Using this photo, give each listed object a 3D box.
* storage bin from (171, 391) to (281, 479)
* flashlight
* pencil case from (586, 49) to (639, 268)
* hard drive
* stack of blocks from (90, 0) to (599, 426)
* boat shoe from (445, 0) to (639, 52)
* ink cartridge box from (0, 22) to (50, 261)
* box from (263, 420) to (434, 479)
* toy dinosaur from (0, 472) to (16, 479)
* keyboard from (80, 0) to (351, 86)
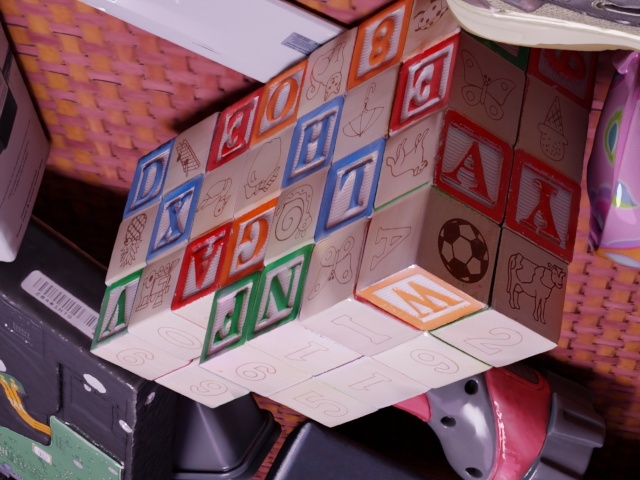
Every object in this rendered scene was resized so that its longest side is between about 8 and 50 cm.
[{"bbox_3d":[-0.109,0.126,1.451,0.135,0.098,0.091,-1,125,31],"label":"storage bin"},{"bbox_3d":[0.042,0.096,1.274,0.304,0.103,0.103,21,151,-20],"label":"flashlight"},{"bbox_3d":[0.268,-0.022,0.886,0.284,0.124,0.124,11,156,4],"label":"pencil case"},{"bbox_3d":[-0.206,0.083,1.306,0.237,0.064,0.339,34,153,11],"label":"hard drive"},{"bbox_3d":[0.000,0.000,0.971,0.087,0.171,0.297,28,148,-28],"label":"stack of blocks"},{"bbox_3d":[0.145,-0.119,0.777,0.224,0.080,0.073,5,160,28],"label":"boat shoe"},{"bbox_3d":[-0.252,-0.078,1.066,0.153,0.087,0.208,9,155,9],"label":"ink cartridge box"},{"bbox_3d":[0.110,0.316,1.416,0.395,0.212,0.293,26,172,0],"label":"box"},{"bbox_3d":[-0.345,0.210,1.755,0.160,0.121,0.313,31,158,-9],"label":"toy dinosaur"},{"bbox_3d":[-0.009,-0.099,0.990,0.256,0.014,0.072,22,150,-19],"label":"keyboard"}]
